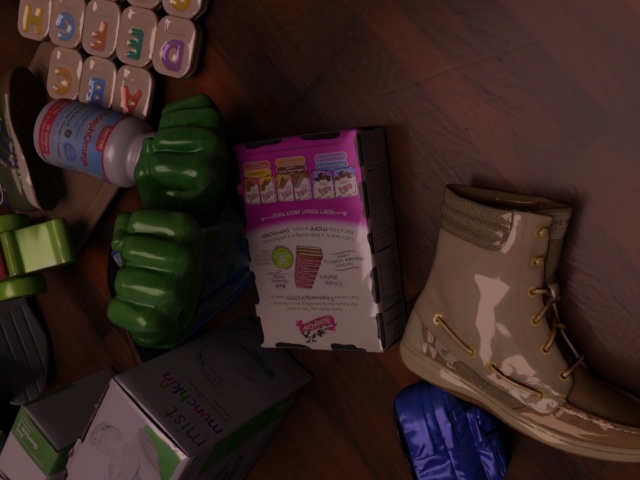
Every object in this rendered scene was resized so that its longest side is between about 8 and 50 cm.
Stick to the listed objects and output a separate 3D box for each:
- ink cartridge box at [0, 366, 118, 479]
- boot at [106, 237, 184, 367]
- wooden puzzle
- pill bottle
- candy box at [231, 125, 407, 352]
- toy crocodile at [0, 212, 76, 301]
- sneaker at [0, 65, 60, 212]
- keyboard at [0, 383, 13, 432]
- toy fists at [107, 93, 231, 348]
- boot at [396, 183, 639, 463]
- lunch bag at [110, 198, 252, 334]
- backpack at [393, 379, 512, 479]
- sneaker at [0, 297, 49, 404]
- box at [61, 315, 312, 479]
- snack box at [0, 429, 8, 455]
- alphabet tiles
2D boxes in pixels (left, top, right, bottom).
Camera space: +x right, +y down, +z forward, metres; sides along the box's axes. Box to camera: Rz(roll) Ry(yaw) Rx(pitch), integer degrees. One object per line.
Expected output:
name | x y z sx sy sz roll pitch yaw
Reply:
ink cartridge box | -0.370 0.308 1.000 0.092 0.160 0.219 42 118 17
boot | -0.239 0.098 0.916 0.219 0.082 0.106 67 151 29
wooden puzzle | -0.357 -0.122 0.968 0.221 0.044 0.238 49 116 12
pill bottle | -0.257 -0.115 0.845 0.160 0.087 0.087 17 110 18
candy box | 0.000 0.000 0.763 0.159 0.071 0.233 -2 99 31
toy crocodile | -0.486 0.034 0.960 0.341 0.105 0.115 -10 90 19
sneaker | -0.414 -0.129 0.933 0.086 0.064 0.192 -6 98 23
keyboard | -0.536 0.278 1.106 0.201 0.033 0.317 43 141 -5
toy fists | -0.156 -0.025 0.738 0.096 0.279 0.142 13 156 -5
boot | 0.211 0.069 0.644 0.262 0.095 0.203 23 111 29
lunch bag | -0.150 0.020 0.845 0.151 0.096 0.129 -42 78 1
backpack | 0.134 0.198 0.718 0.101 0.098 0.120 -26 78 11
sneaker | -0.494 0.128 1.087 0.091 0.094 0.258 -13 90 50
box | -0.169 0.245 0.826 0.127 0.231 0.262 40 117 17
snack box | -0.529 0.379 1.117 0.175 0.070 0.207 2 132 30
alphabet tiles | -0.262 -0.297 0.860 0.284 0.021 0.277 19 105 22
